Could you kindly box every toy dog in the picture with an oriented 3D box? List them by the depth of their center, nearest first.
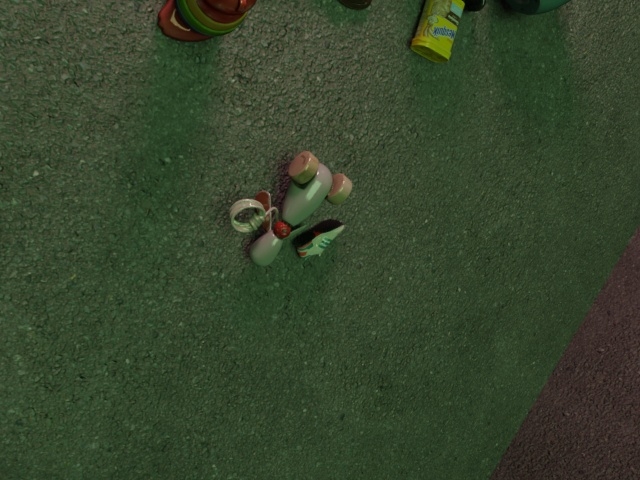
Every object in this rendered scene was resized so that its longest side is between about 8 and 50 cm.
[{"bbox_3d":[-0.082,-0.100,1.351,0.333,0.161,0.220,-33,121,-2],"label":"toy dog"}]

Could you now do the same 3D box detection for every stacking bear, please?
[{"bbox_3d":[-0.218,-0.512,1.051,0.164,0.289,0.176,5,100,-31],"label":"stacking bear"}]

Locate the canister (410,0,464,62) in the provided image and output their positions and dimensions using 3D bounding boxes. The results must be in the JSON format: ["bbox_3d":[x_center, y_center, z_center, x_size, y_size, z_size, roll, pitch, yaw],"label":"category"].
[{"bbox_3d":[0.342,-0.623,1.471,0.126,0.073,0.170,14,94,-32],"label":"canister"}]

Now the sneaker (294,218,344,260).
[{"bbox_3d":[0.000,0.000,1.463,0.161,0.057,0.075,-30,133,-21],"label":"sneaker"}]

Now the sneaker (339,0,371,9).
[{"bbox_3d":[0.067,-0.656,1.304,0.188,0.071,0.066,16,95,-32],"label":"sneaker"}]

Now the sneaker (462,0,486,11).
[{"bbox_3d":[0.445,-0.818,1.462,0.124,0.107,0.284,-37,118,-23],"label":"sneaker"}]

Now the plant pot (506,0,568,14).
[{"bbox_3d":[0.664,-0.816,1.490,0.235,0.293,0.293,-42,121,3],"label":"plant pot"}]
